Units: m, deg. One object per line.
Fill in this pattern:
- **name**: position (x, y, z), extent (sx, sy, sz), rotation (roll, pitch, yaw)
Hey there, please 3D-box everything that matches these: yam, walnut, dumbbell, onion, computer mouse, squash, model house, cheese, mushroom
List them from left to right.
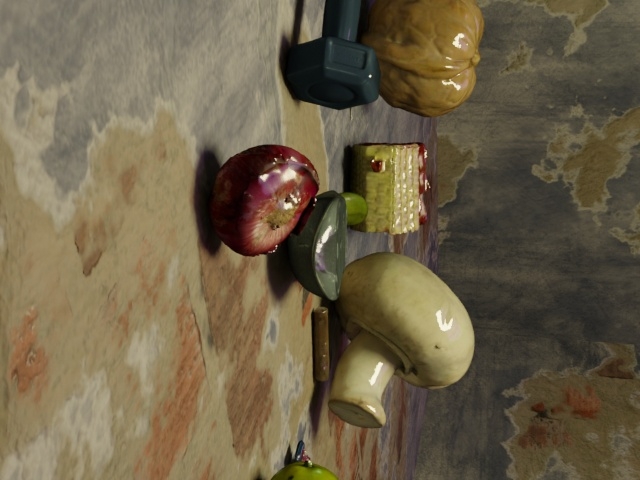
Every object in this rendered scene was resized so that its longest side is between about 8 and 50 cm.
- **onion**: position (-0.086, -0.065, 1.173), extent (0.150, 0.140, 0.150), rotation (-23, 134, -27)
- **cheese**: position (-0.032, 0.410, 1.632), extent (0.095, 0.038, 0.145), rotation (-73, 162, -48)
- **computer mouse**: position (0.000, 0.000, 1.577), extent (0.379, 0.090, 0.167), rotation (-36, 129, -81)
- **yam**: position (0.002, 0.195, 1.747), extent (0.032, 0.032, 0.145), rotation (-57, 148, -66)
- **dumbbell**: position (0.035, -0.378, 1.502), extent (0.156, 0.143, 0.316), rotation (53, 42, -71)
- **squash**: position (0.043, -0.061, 1.805), extent (0.201, 0.066, 0.066), rotation (-7, 100, -70)
- **model house**: position (0.139, -0.114, 2.003), extent (0.254, 0.160, 0.196), rotation (-23, 115, -74)
- **mushroom**: position (0.165, 0.178, 1.827), extent (0.356, 0.315, 0.315), rotation (-93, 179, -58)
- **walnut**: position (0.222, -0.428, 2.039), extent (0.285, 0.285, 0.296), rotation (-57, 158, -66)

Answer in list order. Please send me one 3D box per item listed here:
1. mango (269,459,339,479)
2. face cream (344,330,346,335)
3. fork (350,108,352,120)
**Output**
- **mango**: position (-0.035, 0.475, 1.427), extent (0.175, 0.143, 0.293), rotation (-44, 145, -69)
- **face cream**: position (0.067, 0.180, 2.055), extent (0.115, 0.020, 0.038), rotation (-34, 127, -73)
- **fork**: position (0.066, -0.308, 1.961), extent (0.016, 0.012, 0.115), rotation (-54, 150, -61)
